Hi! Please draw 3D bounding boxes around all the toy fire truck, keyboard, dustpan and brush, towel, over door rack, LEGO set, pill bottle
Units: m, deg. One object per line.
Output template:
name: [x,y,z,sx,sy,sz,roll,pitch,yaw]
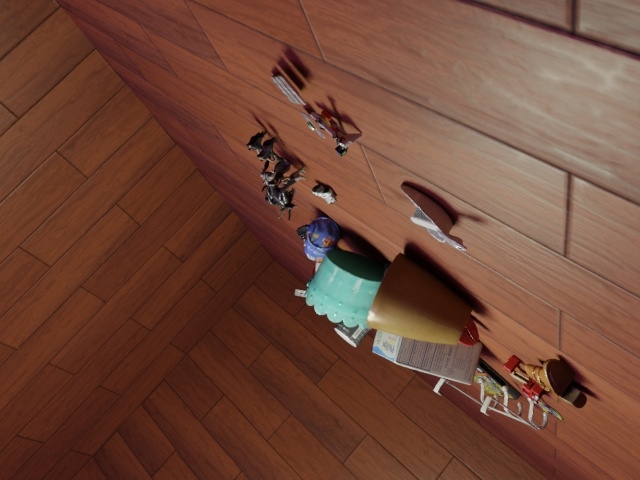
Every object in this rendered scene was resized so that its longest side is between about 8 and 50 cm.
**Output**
toy fire truck: [0.633,0.434,1.785,0.135,0.047,0.192,37,170,29]
keyboard: [-0.020,0.017,2.600,0.201,0.033,0.317,43,171,-6]
dustpan and brush: [0.252,-0.033,1.240,0.211,0.060,0.147,30,164,52]
towel: [0.777,0.576,1.942,0.060,0.009,0.083,48,169,-24]
over door rack: [0.594,0.541,1.971,0.324,0.108,0.239,23,171,-30]
LEGO set: [-0.005,-0.285,1.285,0.244,0.060,0.182,47,-179,-19]
pill bottle: [0.185,0.337,2.530,0.130,0.246,0.130,39,169,9]

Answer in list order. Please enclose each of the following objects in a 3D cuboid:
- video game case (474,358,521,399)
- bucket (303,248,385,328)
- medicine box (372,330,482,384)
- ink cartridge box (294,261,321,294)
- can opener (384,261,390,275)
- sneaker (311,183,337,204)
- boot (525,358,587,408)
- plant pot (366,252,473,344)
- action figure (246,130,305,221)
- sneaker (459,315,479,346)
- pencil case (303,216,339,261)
video game case: [0.615,0.508,2.211,0.248,0.035,0.275,42,169,4]
bucket: [0.100,0.162,2.023,0.281,0.183,0.281,20,-163,-7]
medicine box: [0.362,0.373,1.993,0.289,0.149,0.263,18,173,-9]
ink cartridge box: [0.032,0.179,2.434,0.272,0.130,0.309,7,169,-3]
can opener: [0.267,0.157,1.946,0.186,0.059,0.073,62,-153,-18]
sneaker: [0.016,-0.137,1.782,0.069,0.038,0.098,49,168,-32]
boot: [0.602,0.359,1.529,0.197,0.073,0.152,50,172,-26]
plant pot: [0.296,0.192,1.651,0.254,0.237,0.237,24,165,16]
action figure: [-0.122,-0.199,1.782,0.164,0.141,0.276,28,147,47]
sneaker: [0.406,0.236,1.792,0.221,0.087,0.128,52,-178,16]
pencil case: [0.000,0.000,2.180,0.133,0.119,0.306,19,168,1]
